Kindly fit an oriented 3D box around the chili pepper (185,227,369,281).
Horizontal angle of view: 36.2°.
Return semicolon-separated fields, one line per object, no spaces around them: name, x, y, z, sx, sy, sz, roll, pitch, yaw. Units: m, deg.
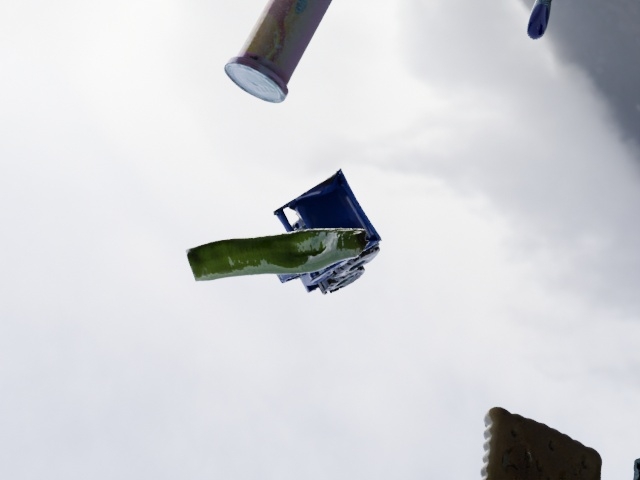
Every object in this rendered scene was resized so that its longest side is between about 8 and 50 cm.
chili pepper;-0.045;0.014;1.036;0.050;0.202;0.051;68;-161;-52

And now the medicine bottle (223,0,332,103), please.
medicine bottle;-0.012;-0.426;1.570;0.108;0.108;0.426;36;-107;-32

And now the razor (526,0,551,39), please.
razor;0.253;-0.286;1.092;0.044;0.154;0.028;15;-136;8

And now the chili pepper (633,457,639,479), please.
chili pepper;0.584;0.353;1.428;0.271;0.099;0.136;-10;-132;-28

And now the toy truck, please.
toy truck;0.000;0.000;1.315;0.126;0.208;0.113;-25;-104;-21

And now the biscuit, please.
biscuit;0.304;0.404;1.352;0.217;0.044;0.324;25;-125;-17
